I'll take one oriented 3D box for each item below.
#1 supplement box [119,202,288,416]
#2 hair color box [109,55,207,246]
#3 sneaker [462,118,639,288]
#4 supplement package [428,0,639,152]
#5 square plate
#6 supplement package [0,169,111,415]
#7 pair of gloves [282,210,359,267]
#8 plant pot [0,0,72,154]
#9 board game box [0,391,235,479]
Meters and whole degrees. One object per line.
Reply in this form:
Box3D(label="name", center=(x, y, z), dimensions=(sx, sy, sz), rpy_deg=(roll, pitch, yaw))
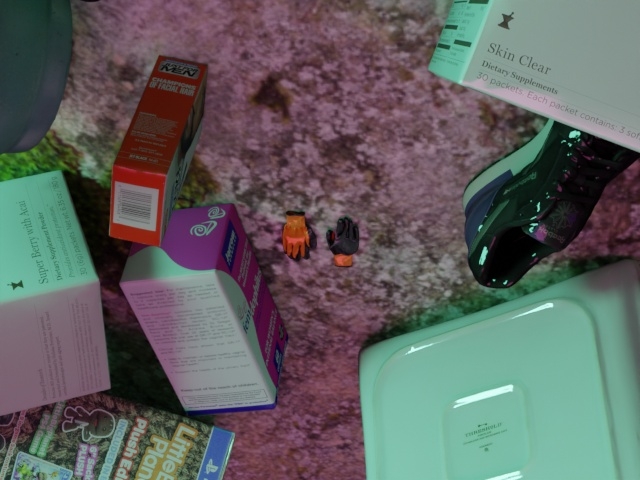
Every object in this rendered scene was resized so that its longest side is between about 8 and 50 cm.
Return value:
Box3D(label="supplement box", center=(-0.122, 0.078, 1.396), dimensions=(0.114, 0.111, 0.220), rpy_deg=(-7, 133, 16))
Box3D(label="hair color box", center=(-0.151, -0.086, 1.200), dimensions=(0.053, 0.167, 0.093), rpy_deg=(11, 135, 0))
Box3D(label="sneaker", center=(0.239, -0.054, 1.195), dimensions=(0.107, 0.124, 0.283), rpy_deg=(26, 132, -16))
Box3D(label="supplement package", center=(0.241, -0.150, 1.008), dimensions=(0.262, 0.204, 0.145), rpy_deg=(19, 99, -5))
Box3D(label="square plate", center=(0.182, 0.206, 1.307), dimensions=(0.347, 0.344, 0.049), rpy_deg=(-21, 141, 27))
Box3D(label="supplement package", center=(-0.382, 0.072, 1.312), dimensions=(0.293, 0.177, 0.175), rpy_deg=(-13, 138, -16))
Box3D(label="pair of gloves", center=(0.000, 0.000, 1.369), dimensions=(0.083, 0.010, 0.074), rpy_deg=(6, 135, 3))
Box3D(label="plant pot", center=(-0.336, -0.172, 1.099), dimensions=(0.196, 0.293, 0.293), rpy_deg=(6, 142, -36))
Box3D(label="board game box", center=(-0.271, 0.251, 1.500), dimensions=(0.291, 0.141, 0.232), rpy_deg=(19, 168, -9))
